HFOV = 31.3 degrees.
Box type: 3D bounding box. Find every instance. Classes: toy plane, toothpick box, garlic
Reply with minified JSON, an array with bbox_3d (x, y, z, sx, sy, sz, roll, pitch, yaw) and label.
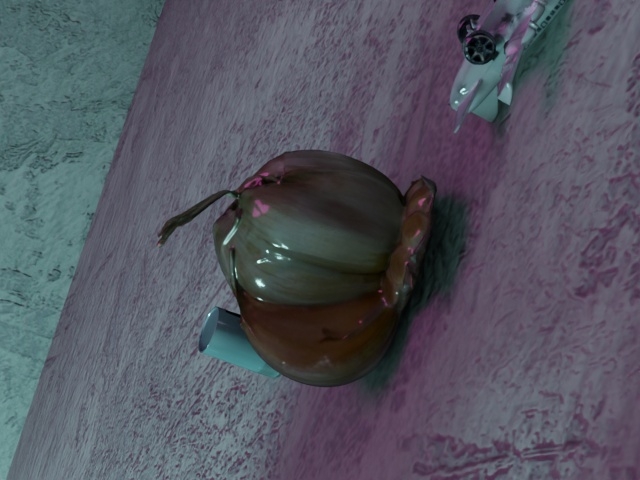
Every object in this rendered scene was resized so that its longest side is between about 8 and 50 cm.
[{"bbox_3d":[0.147,-0.167,0.892,0.162,0.065,0.171,-85,18,-66],"label":"toy plane"},{"bbox_3d":[-0.077,0.104,1.168,0.052,0.083,0.052,-53,25,38],"label":"toothpick box"},{"bbox_3d":[0.000,0.000,0.916,0.207,0.256,0.207,-6,75,24],"label":"garlic"}]
